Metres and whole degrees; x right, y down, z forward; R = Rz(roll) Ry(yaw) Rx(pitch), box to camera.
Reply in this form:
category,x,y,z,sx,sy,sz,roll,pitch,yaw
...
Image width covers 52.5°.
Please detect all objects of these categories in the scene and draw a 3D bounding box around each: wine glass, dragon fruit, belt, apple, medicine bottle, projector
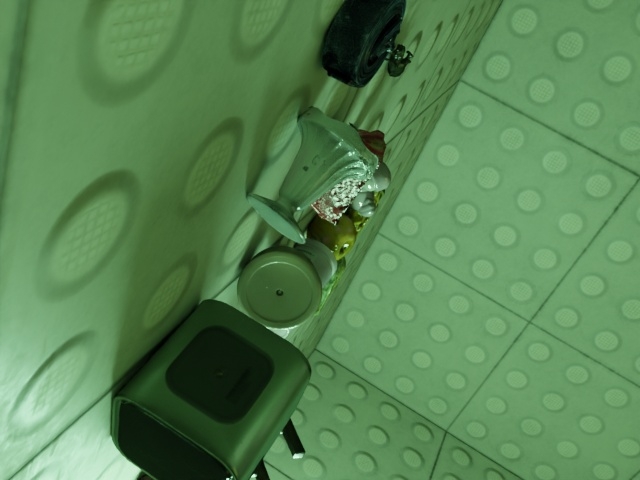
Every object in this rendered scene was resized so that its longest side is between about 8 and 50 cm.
category,x,y,z,sx,sy,sz,roll,pitch,yaw
wine glass,-0.017,-0.106,1.110,0.196,0.165,0.165,-53,170,-13
dragon fruit,0.045,-0.166,1.404,0.161,0.126,0.274,-65,-174,-35
belt,0.075,-0.336,1.073,0.190,0.082,0.141,-55,165,-35
apple,0.027,-0.017,1.785,0.146,0.146,0.146,-57,171,-14
medicine bottle,-0.069,0.119,1.644,0.249,0.133,0.133,-54,170,-37
projector,-0.192,0.293,1.151,0.249,0.248,0.248,-51,168,-42

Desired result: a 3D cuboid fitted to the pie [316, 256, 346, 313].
category,x,y,z,sx,sy,sz,roll,pitch,yaw
pie,0.022,0.125,2.163,0.274,0.106,0.257,111,-5,-49

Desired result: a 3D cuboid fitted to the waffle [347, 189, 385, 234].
category,x,y,z,sx,sy,sz,roll,pitch,yaw
waffle,0.143,-0.112,2.276,0.317,0.073,0.297,-61,171,0

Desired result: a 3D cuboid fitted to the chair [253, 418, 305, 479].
category,x,y,z,sx,sy,sz,roll,pitch,yaw
chair,-0.236,0.372,1.489,0.241,0.416,0.203,7,123,-31

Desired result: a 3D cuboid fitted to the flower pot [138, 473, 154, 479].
category,x,y,z,sx,sy,sz,roll,pitch,yaw
flower pot,-0.397,0.594,1.567,0.089,0.111,0.111,-9,132,-59

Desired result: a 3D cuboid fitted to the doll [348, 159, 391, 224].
category,x,y,z,sx,sy,sz,roll,pitch,yaw
doll,0.112,-0.161,1.685,0.094,0.160,0.365,-18,163,-9

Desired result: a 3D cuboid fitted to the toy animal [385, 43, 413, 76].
category,x,y,z,sx,sy,sz,roll,pitch,yaw
toy animal,0.181,-0.420,1.512,0.065,0.047,0.136,-51,177,2

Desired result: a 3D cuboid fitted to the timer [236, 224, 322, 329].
category,x,y,z,sx,sy,sz,roll,pitch,yaw
timer,-0.084,0.063,1.445,0.175,0.175,0.266,-62,-171,17
